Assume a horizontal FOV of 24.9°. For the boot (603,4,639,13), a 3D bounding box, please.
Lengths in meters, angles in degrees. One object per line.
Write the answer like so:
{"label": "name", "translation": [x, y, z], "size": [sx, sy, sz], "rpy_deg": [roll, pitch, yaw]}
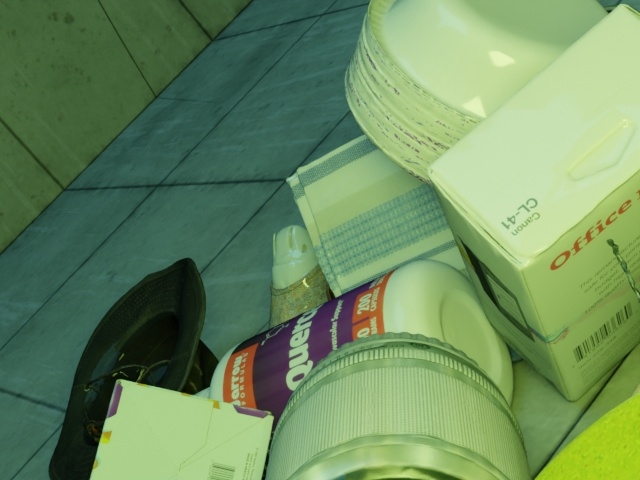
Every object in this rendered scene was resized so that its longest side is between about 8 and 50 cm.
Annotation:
{"label": "boot", "translation": [0.186, -0.120, 1.627], "size": [0.377, 0.138, 0.284], "rpy_deg": [-31, -3, 31]}

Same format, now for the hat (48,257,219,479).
{"label": "hat", "translation": [-0.194, 0.189, 1.794], "size": [0.331, 0.134, 0.331], "rpy_deg": [-43, 28, 30]}

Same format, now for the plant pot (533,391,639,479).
{"label": "plant pot", "translation": [0.245, 0.233, 0.587], "size": [0.366, 0.353, 0.366], "rpy_deg": [-37, 29, 25]}

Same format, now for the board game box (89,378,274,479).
{"label": "board game box", "translation": [-0.141, 0.256, 1.324], "size": [0.275, 0.142, 0.144], "rpy_deg": [109, 173, -60]}

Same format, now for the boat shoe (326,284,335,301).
{"label": "boat shoe", "translation": [0.047, 0.090, 1.684], "size": [0.064, 0.060, 0.178], "rpy_deg": [-42, 21, -4]}

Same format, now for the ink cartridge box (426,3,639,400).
{"label": "ink cartridge box", "translation": [0.237, -0.022, 1.250], "size": [0.226, 0.306, 0.131], "rpy_deg": [-40, 59, -6]}

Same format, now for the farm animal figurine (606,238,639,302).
{"label": "farm animal figurine", "translation": [0.382, -0.006, 1.054], "size": [0.326, 0.330, 0.172], "rpy_deg": [-25, 63, 14]}

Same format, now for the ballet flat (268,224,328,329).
{"label": "ballet flat", "translation": [0.000, 0.000, 1.877], "size": [0.107, 0.106, 0.316], "rpy_deg": [-14, 33, 49]}

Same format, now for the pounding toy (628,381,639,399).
{"label": "pounding toy", "translation": [0.352, 0.136, 0.978], "size": [0.154, 0.155, 0.269], "rpy_deg": [-50, 52, 3]}

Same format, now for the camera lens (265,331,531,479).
{"label": "camera lens", "translation": [0.062, 0.214, 1.165], "size": [0.219, 0.219, 0.274], "rpy_deg": [-35, 14, 13]}

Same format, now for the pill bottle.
{"label": "pill bottle", "translation": [0.017, 0.155, 1.440], "size": [0.323, 0.181, 0.181], "rpy_deg": [-27, 25, 30]}

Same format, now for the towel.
{"label": "towel", "translation": [0.094, 0.018, 1.506], "size": [0.209, 0.285, 0.034], "rpy_deg": [-27, -9, 32]}

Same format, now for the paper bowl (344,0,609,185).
{"label": "paper bowl", "translation": [0.176, -0.170, 1.406], "size": [0.284, 0.284, 0.148], "rpy_deg": [-71, 0, -53]}
